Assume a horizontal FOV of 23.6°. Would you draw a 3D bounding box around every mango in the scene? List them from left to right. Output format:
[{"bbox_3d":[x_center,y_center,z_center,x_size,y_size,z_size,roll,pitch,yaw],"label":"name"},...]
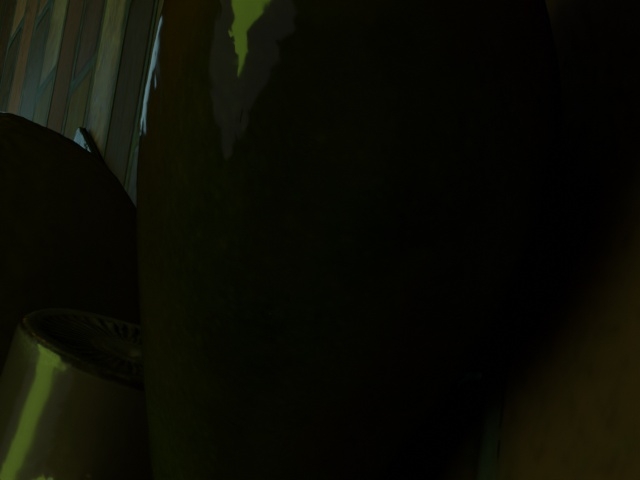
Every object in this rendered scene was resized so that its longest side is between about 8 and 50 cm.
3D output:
[{"bbox_3d":[-0.002,-0.005,0.516,0.146,0.129,0.289,58,142,36],"label":"mango"}]

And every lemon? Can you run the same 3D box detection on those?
[{"bbox_3d":[-0.208,0.059,0.860,0.320,0.245,0.245,-91,23,-54],"label":"lemon"}]

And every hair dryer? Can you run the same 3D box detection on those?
[{"bbox_3d":[-0.109,0.157,0.595,0.344,0.106,0.189,-111,39,-79],"label":"hair dryer"}]

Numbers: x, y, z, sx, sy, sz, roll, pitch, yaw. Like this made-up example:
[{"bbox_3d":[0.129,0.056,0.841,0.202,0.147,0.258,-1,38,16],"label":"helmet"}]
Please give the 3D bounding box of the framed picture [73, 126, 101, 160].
[{"bbox_3d":[-0.199,0.017,1.220,0.231,0.010,0.173,-129,54,-65],"label":"framed picture"}]
